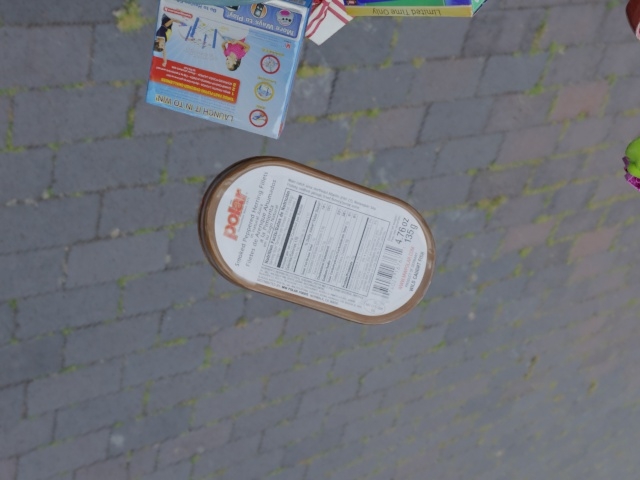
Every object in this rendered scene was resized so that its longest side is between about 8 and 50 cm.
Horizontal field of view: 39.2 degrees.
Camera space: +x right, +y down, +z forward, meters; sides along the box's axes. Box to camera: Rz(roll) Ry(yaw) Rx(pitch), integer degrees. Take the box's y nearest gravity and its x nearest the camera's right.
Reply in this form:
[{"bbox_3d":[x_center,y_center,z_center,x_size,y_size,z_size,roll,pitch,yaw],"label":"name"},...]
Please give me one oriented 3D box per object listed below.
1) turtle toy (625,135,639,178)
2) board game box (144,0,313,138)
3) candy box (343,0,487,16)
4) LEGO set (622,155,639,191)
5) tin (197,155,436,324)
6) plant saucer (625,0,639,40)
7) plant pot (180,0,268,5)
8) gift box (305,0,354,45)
[{"bbox_3d":[0.314,-0.077,0.727,0.095,0.130,0.066,-4,94,-79],"label":"turtle toy"},{"bbox_3d":[-0.197,-0.403,1.912,0.308,0.086,0.302,16,122,0],"label":"board game box"},{"bbox_3d":[0.138,-0.547,1.526,0.122,0.268,0.317,-49,134,-36],"label":"candy box"},{"bbox_3d":[0.432,-0.057,0.986,0.227,0.093,0.087,34,119,-21],"label":"LEGO set"},{"bbox_3d":[0.000,0.000,0.691,0.189,0.040,0.106,18,85,-15],"label":"tin"},{"bbox_3d":[0.491,-0.343,1.150,0.258,0.047,0.259,16,105,-51],"label":"plant saucer"},{"bbox_3d":[-0.107,-0.430,1.101,0.252,0.248,0.247,-21,125,10],"label":"plant pot"},{"bbox_3d":[-0.032,-0.615,2.014,0.276,0.258,0.255,18,135,-44],"label":"gift box"}]
